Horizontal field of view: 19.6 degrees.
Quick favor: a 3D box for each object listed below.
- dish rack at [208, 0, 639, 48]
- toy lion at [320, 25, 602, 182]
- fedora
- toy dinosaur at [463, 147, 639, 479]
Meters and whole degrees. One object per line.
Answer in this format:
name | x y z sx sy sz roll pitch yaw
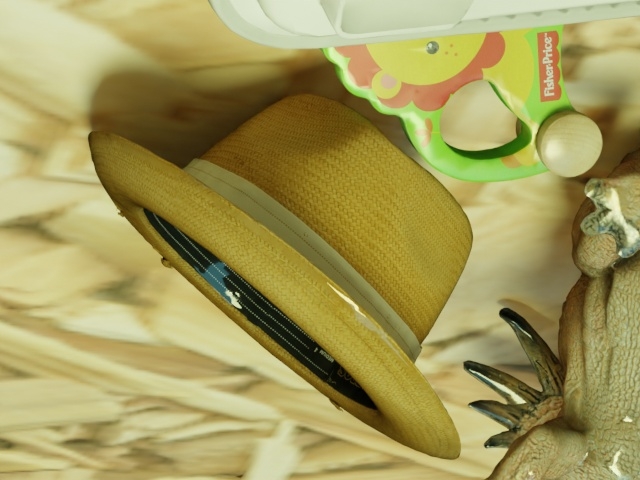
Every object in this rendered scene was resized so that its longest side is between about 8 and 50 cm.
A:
dish rack | 0.123 -0.157 0.504 0.333 0.072 0.285 -8 145 -18
toy lion | 0.047 -0.068 0.650 0.096 0.034 0.100 -9 109 -8
fedora | 0.000 0.000 0.689 0.079 0.194 0.194 -50 144 -9
toy dinosaur | 0.137 0.034 0.773 0.127 0.200 0.295 21 111 4
